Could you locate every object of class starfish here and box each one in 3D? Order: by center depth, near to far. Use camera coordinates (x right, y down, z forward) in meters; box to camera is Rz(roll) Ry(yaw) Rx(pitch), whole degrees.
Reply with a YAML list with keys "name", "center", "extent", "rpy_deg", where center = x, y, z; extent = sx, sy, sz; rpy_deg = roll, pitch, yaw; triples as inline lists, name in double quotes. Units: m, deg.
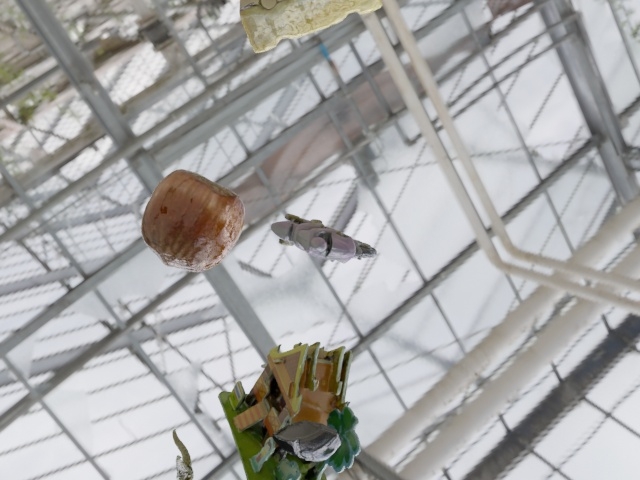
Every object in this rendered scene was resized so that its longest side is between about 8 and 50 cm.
- name: "starfish"
  center: [-0.320, 0.544, 2.009]
  extent: [0.050, 0.217, 0.223]
  rpy_deg: [-13, -119, -7]

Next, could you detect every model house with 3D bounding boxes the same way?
- name: "model house"
  center: [-0.047, 0.396, 2.033]
  extent: [0.313, 0.242, 0.358]
  rpy_deg: [-60, -146, 26]

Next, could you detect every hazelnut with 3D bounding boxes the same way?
- name: "hazelnut"
  center: [-0.198, -0.029, 1.333]
  extent: [0.150, 0.150, 0.150]
  rpy_deg: [-26, -156, 12]

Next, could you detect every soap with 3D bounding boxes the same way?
- name: "soap"
  center: [-0.014, -0.223, 0.651]
  extent: [0.092, 0.037, 0.252]
  rpy_deg: [-17, -143, 9]

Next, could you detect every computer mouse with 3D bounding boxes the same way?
- name: "computer mouse"
  center: [-0.031, 0.444, 1.882]
  extent: [0.192, 0.106, 0.062]
  rpy_deg: [-23, -142, 44]

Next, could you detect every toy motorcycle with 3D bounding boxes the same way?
- name: "toy motorcycle"
  center: [0.000, 0.000, 1.814]
  extent: [0.225, 0.073, 0.152]
  rpy_deg: [18, -171, 22]
